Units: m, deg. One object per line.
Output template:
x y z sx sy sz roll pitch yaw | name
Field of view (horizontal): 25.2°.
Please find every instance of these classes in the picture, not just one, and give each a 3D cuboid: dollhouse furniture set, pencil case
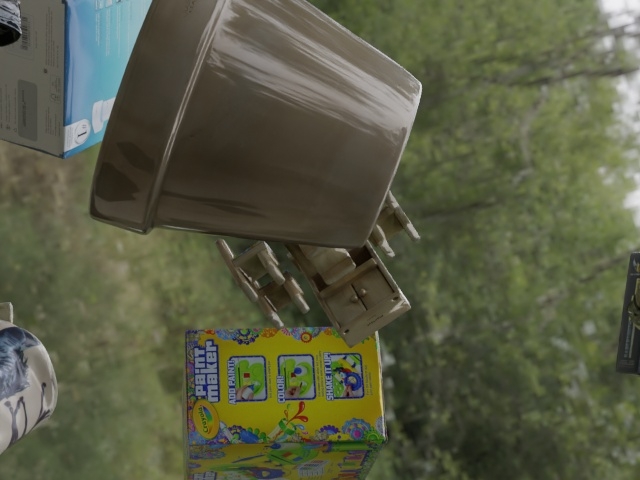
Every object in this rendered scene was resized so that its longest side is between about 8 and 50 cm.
0.000 0.000 1.811 0.161 0.212 0.242 58 3 40 | dollhouse furniture set
-0.494 0.226 1.736 0.410 0.160 0.183 -37 111 -61 | pencil case

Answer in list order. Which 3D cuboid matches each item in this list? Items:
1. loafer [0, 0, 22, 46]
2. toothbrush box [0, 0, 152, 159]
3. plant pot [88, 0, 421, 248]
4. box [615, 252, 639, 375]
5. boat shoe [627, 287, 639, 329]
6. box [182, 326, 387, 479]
-0.388 -0.260 1.485 0.062 0.170 0.061 -22 -123 38 | loafer
-0.293 -0.261 1.882 0.126 0.295 0.216 18 -61 24 | toothbrush box
-0.055 -0.127 1.493 0.323 0.280 0.323 -161 -90 -88 | plant pot
0.558 0.126 2.131 0.059 0.233 0.183 -4 -104 64 | box
0.367 0.068 1.557 0.049 0.056 0.152 48 -7 -5 | boat shoe
-0.064 0.259 2.119 0.290 0.279 0.177 106 -18 -66 | box
